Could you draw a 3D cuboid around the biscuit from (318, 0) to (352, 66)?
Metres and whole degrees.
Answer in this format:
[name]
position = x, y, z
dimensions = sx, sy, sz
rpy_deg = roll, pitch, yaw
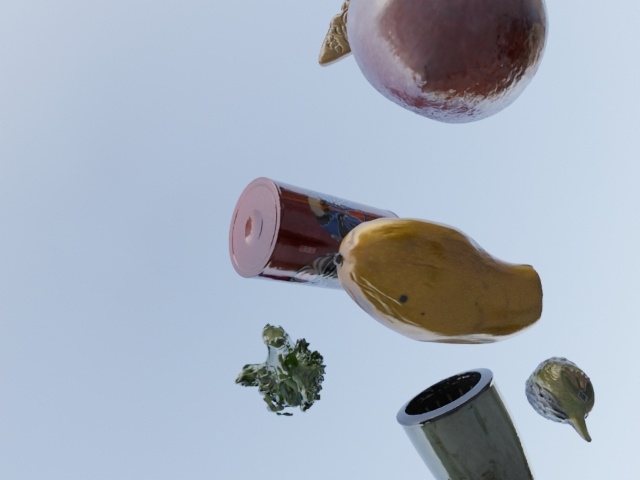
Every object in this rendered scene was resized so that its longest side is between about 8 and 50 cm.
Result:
[biscuit]
position = 0.084, -0.562, 1.343
dimensions = 0.250, 0.162, 0.035
rpy_deg = -46, -27, 10

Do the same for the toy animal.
[toy animal]
position = 0.361, 0.246, 0.764
dimensions = 0.098, 0.098, 0.137
rpy_deg = 27, -135, -21

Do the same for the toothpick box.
[toothpick box]
position = 0.000, 0.000, 1.071
dimensions = 0.333, 0.204, 0.204
rpy_deg = 11, -94, -37

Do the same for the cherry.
[cherry]
position = 0.144, -0.242, 0.566
dimensions = 0.239, 0.239, 0.206
rpy_deg = 32, -77, -20

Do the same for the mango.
[mango]
position = 0.187, 0.073, 0.785
dimensions = 0.359, 0.144, 0.187
rpy_deg = 24, -77, -17

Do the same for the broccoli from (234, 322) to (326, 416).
[broccoli]
position = -0.113, 0.286, 1.189
dimensions = 0.275, 0.198, 0.177
rpy_deg = 55, -147, -42

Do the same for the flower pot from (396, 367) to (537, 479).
[flower pot]
position = 0.410, 0.556, 1.363
dimensions = 0.293, 0.293, 0.330
rpy_deg = -26, -98, -21
